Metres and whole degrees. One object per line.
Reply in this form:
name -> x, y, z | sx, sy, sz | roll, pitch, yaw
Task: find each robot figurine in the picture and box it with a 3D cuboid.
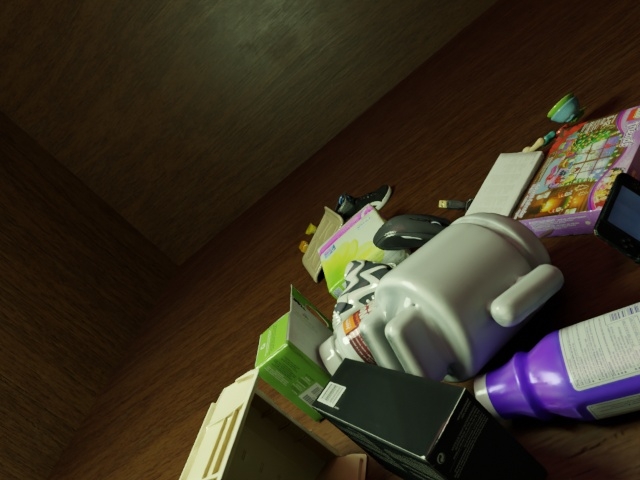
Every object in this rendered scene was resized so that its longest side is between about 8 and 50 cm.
robot figurine -> 0.230, 0.085, 0.776 | 0.354, 0.199, 0.300 | -34, 14, -25

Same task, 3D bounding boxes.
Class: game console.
game console -> 0.509, -0.042, 0.724 | 0.144, 0.124, 0.085 | -53, -6, -25

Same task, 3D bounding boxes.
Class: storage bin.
storage bin -> -0.066, 0.376, 0.733 | 0.123, 0.262, 0.260 | -36, 20, 29

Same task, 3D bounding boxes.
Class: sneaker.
sneaker -> 0.123, 0.149, 1.086 | 0.153, 0.094, 0.234 | -8, 51, 36
sneaker -> 0.137, -0.137, 1.624 | 0.217, 0.121, 0.079 | -47, 20, -8

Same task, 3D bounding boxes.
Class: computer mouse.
computer mouse -> 0.257, -0.053, 1.145 | 0.262, 0.060, 0.184 | -2, 37, 25

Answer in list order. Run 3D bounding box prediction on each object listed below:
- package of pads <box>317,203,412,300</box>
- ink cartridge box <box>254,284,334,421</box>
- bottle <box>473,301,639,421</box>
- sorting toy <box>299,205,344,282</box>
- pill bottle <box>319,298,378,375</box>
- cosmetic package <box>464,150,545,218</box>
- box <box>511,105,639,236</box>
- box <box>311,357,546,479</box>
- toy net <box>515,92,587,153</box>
package of pads -> 0.116, 0.034, 1.334 | 0.229, 0.101, 0.296 | -41, 22, 10
ink cartridge box -> -0.037, 0.242, 1.076 | 0.097, 0.189, 0.255 | -41, 17, 14
bottle -> 0.337, 0.166, 0.611 | 0.283, 0.092, 0.118 | -32, 24, 33
sorting toy -> 0.000, 0.000, 1.646 | 0.228, 0.041, 0.307 | -68, 17, 8
pill bottle -> 0.112, 0.191, 0.978 | 0.221, 0.121, 0.121 | -39, 19, 14
cosmetic package -> 0.392, -0.087, 1.027 | 0.099, 0.060, 0.239 | 6, 54, 51
box -> 0.517, -0.131, 0.928 | 0.293, 0.057, 0.201 | -52, 20, -24
box -> 0.135, 0.270, 0.666 | 0.103, 0.184, 0.261 | -50, 20, -23
toy net -> 0.511, -0.235, 1.124 | 0.232, 0.045, 0.122 | -48, -18, 28
